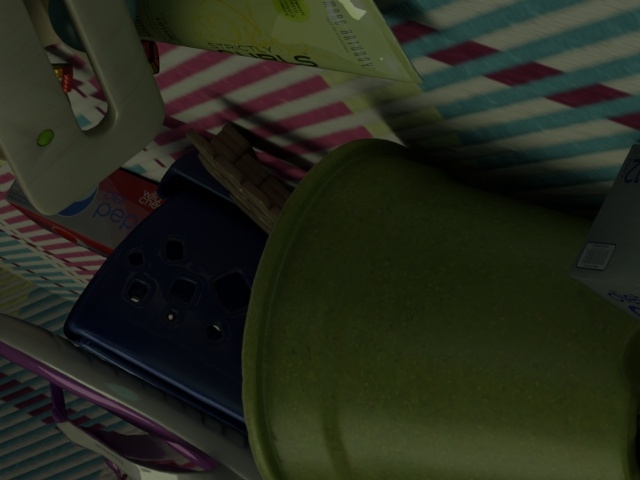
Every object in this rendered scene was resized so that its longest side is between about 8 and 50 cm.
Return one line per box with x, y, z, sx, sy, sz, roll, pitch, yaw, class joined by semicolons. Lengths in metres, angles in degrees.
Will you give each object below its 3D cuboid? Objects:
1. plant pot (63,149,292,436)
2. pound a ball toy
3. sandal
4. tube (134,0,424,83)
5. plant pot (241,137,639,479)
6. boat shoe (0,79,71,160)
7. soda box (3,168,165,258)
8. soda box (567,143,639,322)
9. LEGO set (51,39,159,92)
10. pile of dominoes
-0.091;0.051;1.762;0.236;0.212;0.236;29;170;-5;plant pot
-0.208;-0.192;1.047;0.208;0.136;0.319;39;161;31;pound a ball toy
-0.144;0.201;1.745;0.416;0.102;0.169;31;170;-15;sandal
-0.046;-0.140;1.111;0.240;0.062;0.070;15;-169;43;tube
0.128;0.078;1.255;0.254;0.276;0.276;8;161;32;plant pot
-0.352;-0.176;1.585;0.341;0.121;0.110;34;170;-23;boat shoe
-0.224;-0.026;2.094;0.263;0.092;0.083;22;168;33;soda box
0.252;0.012;0.952;0.098;0.091;0.286;32;170;-22;soda box
-0.230;-0.142;1.332;0.182;0.060;0.244;-19;155;33;LEGO set
0.000;0.000;1.553;0.251;0.040;0.196;42;174;14;pile of dominoes
